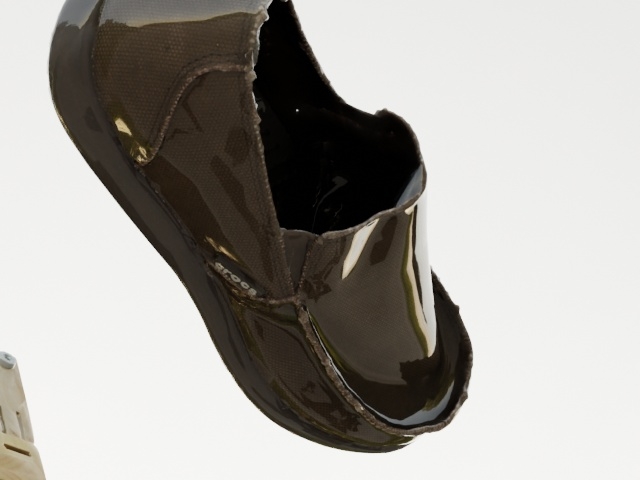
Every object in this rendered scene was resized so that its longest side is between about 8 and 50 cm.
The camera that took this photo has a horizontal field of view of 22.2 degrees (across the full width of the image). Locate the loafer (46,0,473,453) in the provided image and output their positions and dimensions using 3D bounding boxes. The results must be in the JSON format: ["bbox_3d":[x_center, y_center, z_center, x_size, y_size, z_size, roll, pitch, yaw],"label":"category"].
[{"bbox_3d":[0.000,0.000,0.873,0.130,0.133,0.366,-4,-37,34],"label":"loafer"}]

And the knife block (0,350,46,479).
[{"bbox_3d":[-0.269,0.180,0.977,0.088,0.275,0.242,25,-70,-31],"label":"knife block"}]
